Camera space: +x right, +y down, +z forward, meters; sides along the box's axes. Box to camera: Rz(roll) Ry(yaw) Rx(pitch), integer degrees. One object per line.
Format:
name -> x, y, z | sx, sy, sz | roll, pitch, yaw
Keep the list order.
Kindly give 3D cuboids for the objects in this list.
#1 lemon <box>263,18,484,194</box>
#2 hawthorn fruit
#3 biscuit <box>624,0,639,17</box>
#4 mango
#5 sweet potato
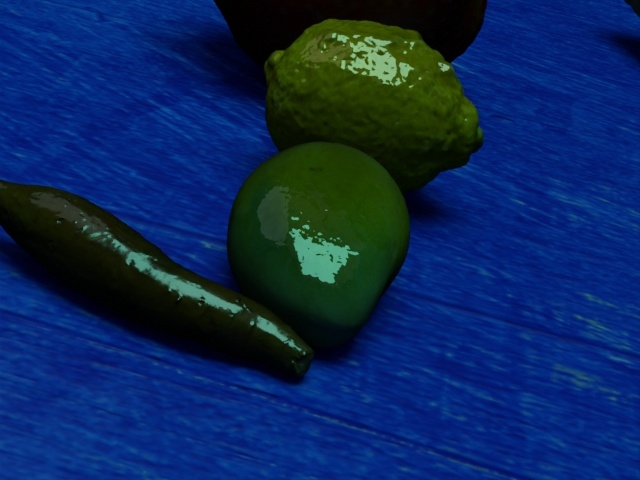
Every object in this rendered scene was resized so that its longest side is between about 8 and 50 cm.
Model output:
lemon -> 0.041, -0.104, 1.090 | 0.187, 0.142, 0.142 | 19, 28, 6
hawthorn fruit -> -0.007, -0.275, 1.284 | 0.330, 0.287, 0.287 | -10, 26, 8
biscuit -> 0.496, -0.260, 1.540 | 0.237, 0.062, 0.290 | -16, 47, -6
mango -> 0.000, 0.000, 0.937 | 0.130, 0.091, 0.194 | 9, 36, -11
sweet potato -> -0.123, 0.022, 0.877 | 0.265, 0.057, 0.057 | 30, 31, 18
